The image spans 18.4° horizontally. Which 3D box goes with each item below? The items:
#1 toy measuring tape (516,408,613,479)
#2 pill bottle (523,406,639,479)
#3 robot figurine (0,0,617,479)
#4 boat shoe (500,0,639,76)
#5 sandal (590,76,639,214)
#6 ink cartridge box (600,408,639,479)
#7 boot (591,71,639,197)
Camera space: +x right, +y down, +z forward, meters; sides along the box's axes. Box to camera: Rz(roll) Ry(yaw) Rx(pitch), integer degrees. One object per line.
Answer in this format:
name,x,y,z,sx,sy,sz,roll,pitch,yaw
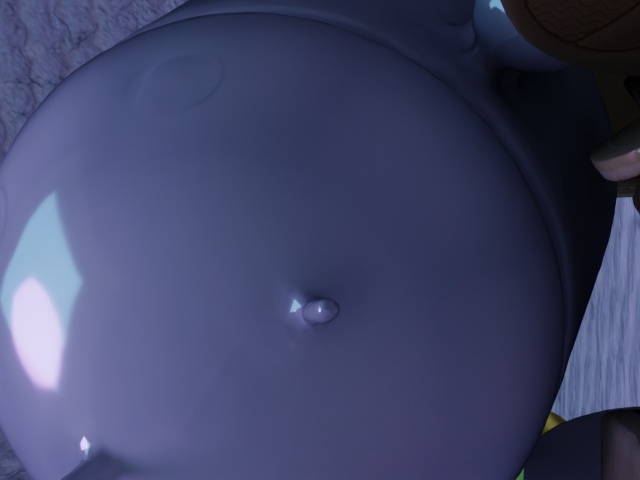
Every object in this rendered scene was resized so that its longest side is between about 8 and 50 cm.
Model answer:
toy measuring tape,0.130,0.136,1.036,0.330,0.121,0.121,-65,-27,-86
pill bottle,0.119,0.175,0.706,0.121,0.121,0.216,-86,-6,-69
robot figurine,0.000,0.000,0.721,0.300,0.200,0.353,-51,0,23
boat shoe,0.110,-0.175,0.526,0.089,0.105,0.285,-74,-3,-52
sandal,0.145,-0.027,0.632,0.079,0.088,0.240,57,-167,-4
ink cartridge box,0.128,0.167,0.526,0.193,0.088,0.234,-24,-68,-89
boot,0.129,-0.142,0.809,0.203,0.095,0.262,-84,-5,-84
